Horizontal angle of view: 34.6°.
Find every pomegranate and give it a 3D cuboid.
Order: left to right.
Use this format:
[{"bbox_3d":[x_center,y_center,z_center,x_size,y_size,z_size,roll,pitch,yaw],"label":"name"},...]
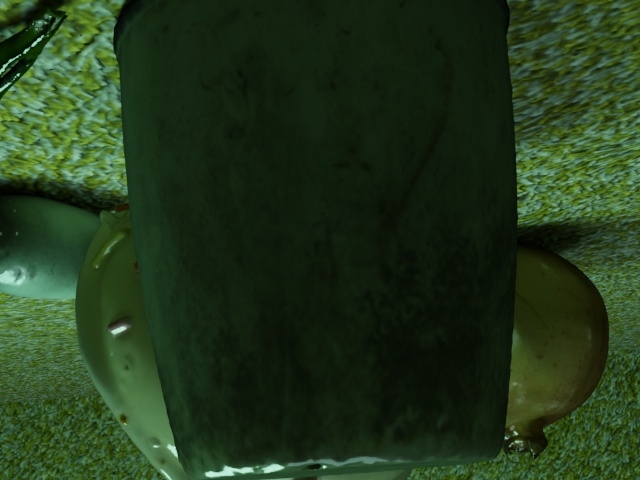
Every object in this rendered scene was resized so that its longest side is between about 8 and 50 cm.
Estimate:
[{"bbox_3d":[0.254,0.166,1.497,0.338,0.338,0.338,-4,166,-1],"label":"pomegranate"}]

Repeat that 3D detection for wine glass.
[{"bbox_3d":[-0.311,0.007,1.115,0.204,0.111,0.111,14,158,-42],"label":"wine glass"}]

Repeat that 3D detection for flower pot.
[{"bbox_3d":[0.000,0.000,0.733,0.294,0.330,0.293,-2,167,-1],"label":"flower pot"}]

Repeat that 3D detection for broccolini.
[{"bbox_3d":[-0.247,-0.129,0.758,0.201,0.058,0.074,-33,166,33],"label":"broccolini"}]

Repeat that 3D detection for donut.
[{"bbox_3d":[-0.030,0.069,0.950,0.383,0.382,0.142,4,148,-31],"label":"donut"}]
